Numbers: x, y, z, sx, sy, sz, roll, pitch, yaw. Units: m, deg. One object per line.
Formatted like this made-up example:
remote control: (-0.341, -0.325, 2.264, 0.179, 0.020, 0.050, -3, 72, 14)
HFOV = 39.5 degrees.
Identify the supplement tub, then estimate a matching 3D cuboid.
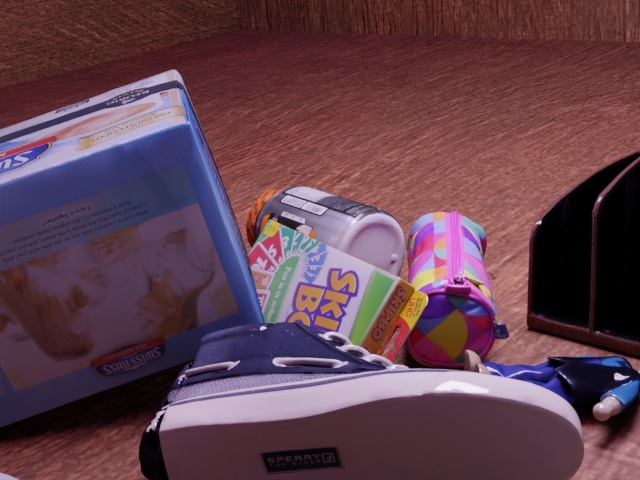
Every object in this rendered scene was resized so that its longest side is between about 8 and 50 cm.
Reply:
supplement tub: (0.000, 0.000, 1.077, 0.117, 0.117, 0.190, -21, 25, -34)

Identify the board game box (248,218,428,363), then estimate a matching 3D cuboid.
board game box: (-0.007, 0.067, 0.923, 0.039, 0.124, 0.259, 35, -7, -41)

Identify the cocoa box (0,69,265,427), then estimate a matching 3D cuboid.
cocoa box: (-0.258, 0.010, 0.883, 0.347, 0.231, 0.228, -19, 24, -3)

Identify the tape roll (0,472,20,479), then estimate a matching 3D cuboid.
tape roll: (-0.283, 0.244, 0.586, 0.219, 0.072, 0.219, -5, 22, 2)

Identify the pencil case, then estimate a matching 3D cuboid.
pencil case: (0.138, 0.045, 0.957, 0.104, 0.104, 0.236, -3, 21, 6)

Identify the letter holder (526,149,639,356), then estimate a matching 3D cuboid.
letter holder: (0.362, -0.041, 0.960, 0.152, 0.214, 0.302, 14, 29, 39)

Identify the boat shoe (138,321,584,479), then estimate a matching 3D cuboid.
boat shoe: (0.032, 0.125, 0.729, 0.341, 0.127, 0.158, -2, 29, 9)

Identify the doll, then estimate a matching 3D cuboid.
doll: (0.229, 0.127, 0.796, 0.189, 0.046, 0.129, 0, 12, -4)
